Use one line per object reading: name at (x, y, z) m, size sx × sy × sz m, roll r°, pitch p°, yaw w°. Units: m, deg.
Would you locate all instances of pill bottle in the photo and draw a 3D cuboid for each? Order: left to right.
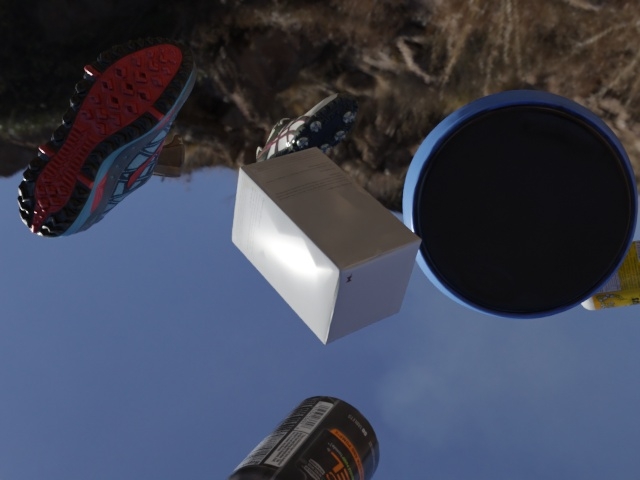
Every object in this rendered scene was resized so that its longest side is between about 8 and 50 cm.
pill bottle at (-0.034, 0.283, 0.850) m, size 0.130 × 0.131 × 0.245 m, roll 31°, pitch -153°, yaw 14°
pill bottle at (0.538, 0.066, 1.414) m, size 0.208 × 0.118 × 0.117 m, roll -10°, pitch -172°, yaw 22°

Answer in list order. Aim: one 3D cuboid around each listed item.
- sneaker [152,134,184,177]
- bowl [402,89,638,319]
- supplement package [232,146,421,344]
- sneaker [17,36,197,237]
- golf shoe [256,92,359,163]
sneaker at (-0.308, -0.149, 1.258) m, size 0.188 × 0.071 × 0.066 m, roll 10°, pitch 178°, yaw 13°
bowl at (0.332, -0.053, 1.277) m, size 0.391 × 0.391 × 0.077 m, roll 27°, pitch -168°, yaw 1°
supplement package at (0.000, 0.000, 0.796) m, size 0.105 × 0.105 × 0.179 m, roll -18°, pitch -132°, yaw -33°
sneaker at (-0.230, -0.117, 0.864) m, size 0.104 × 0.262 × 0.125 m, roll 44°, pitch -171°, yaw 9°
golf shoe at (-0.041, -0.213, 1.516) m, size 0.105 × 0.273 × 0.120 m, roll 16°, pitch -138°, yaw -45°
